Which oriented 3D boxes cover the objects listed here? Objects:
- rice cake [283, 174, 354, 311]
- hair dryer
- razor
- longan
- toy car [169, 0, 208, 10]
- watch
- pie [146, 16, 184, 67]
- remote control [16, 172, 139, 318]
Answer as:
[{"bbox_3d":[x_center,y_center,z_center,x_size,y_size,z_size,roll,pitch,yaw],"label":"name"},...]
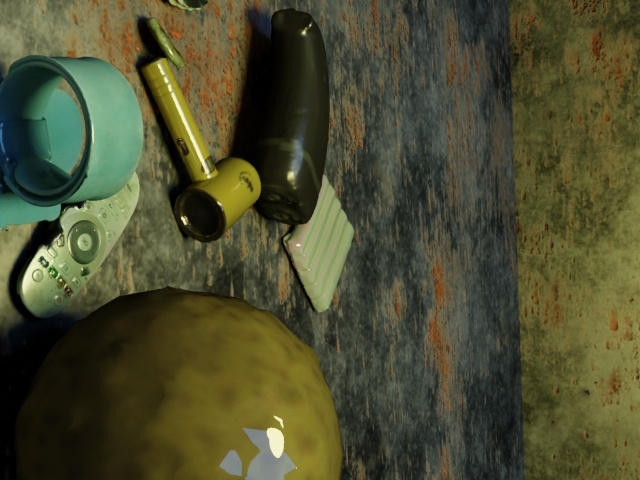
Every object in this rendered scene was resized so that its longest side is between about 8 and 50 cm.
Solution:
[{"bbox_3d":[0.000,0.000,1.801,0.189,0.037,0.198,65,36,-35],"label":"rice cake"},{"bbox_3d":[-0.188,-0.149,1.441,0.135,0.090,0.279,-50,123,-51],"label":"hair dryer"},{"bbox_3d":[-0.044,-0.210,1.634,0.204,0.113,0.349,70,25,-71],"label":"razor"},{"bbox_3d":[-0.165,0.247,1.143,0.391,0.391,0.391,11,77,-60],"label":"longan"},{"bbox_3d":[-0.209,-0.452,1.453,0.095,0.056,0.205,-3,86,-61],"label":"toy car"},{"bbox_3d":[-0.303,-0.114,1.103,0.211,0.193,0.211,14,74,-58],"label":"watch"},{"bbox_3d":[-0.228,-0.292,1.406,0.085,0.017,0.085,57,3,-4],"label":"pie"},{"bbox_3d":[-0.311,-0.009,1.233,0.097,0.045,0.256,62,40,-35],"label":"remote control"}]
